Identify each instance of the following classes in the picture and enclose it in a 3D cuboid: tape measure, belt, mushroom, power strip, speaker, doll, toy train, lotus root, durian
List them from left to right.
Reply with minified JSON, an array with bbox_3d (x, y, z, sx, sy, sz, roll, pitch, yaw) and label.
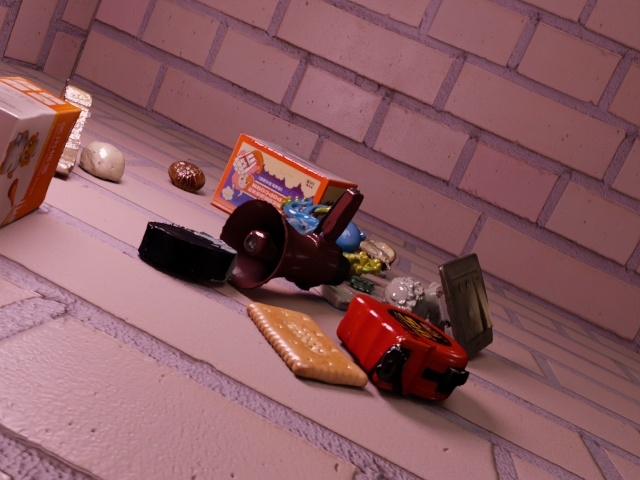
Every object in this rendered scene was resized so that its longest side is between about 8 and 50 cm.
[{"bbox_3d":[-0.661,-0.273,1.616,0.074,0.261,0.170,19,-21,-35],"label":"lotus root"},{"bbox_3d":[-0.445,-0.216,2.092,0.126,0.085,0.109,13,15,-28],"label":"mushroom"},{"bbox_3d":[-0.268,0.023,1.289,0.198,0.078,0.151,19,7,-18],"label":"belt"},{"bbox_3d":[-0.047,-0.011,1.436,0.198,0.259,0.329,11,3,38],"label":"speaker"},{"bbox_3d":[0.000,0.000,1.751,0.341,0.099,0.346,-5,41,-33],"label":"doll"},{"bbox_3d":[0.029,0.126,1.608,0.081,0.035,0.192,17,13,-38],"label":"power strip"},{"bbox_3d":[0.119,0.127,1.832,0.083,0.033,0.053,21,6,-23],"label":"toy train"},{"bbox_3d":[0.185,0.065,2.165,0.148,0.091,0.188,2,25,-35],"label":"durian"},{"bbox_3d":[0.168,0.219,1.239,0.260,0.114,0.253,24,9,-27],"label":"tape measure"},{"bbox_3d":[0.369,0.175,1.661,0.092,0.257,0.251,-14,-2,40],"label":"power strip"}]

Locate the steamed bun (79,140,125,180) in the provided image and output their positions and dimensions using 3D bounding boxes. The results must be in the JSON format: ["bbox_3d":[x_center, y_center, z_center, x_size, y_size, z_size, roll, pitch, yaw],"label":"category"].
[{"bbox_3d":[-0.599,-0.225,1.743,0.130,0.091,0.112,33,11,39],"label":"steamed bun"}]

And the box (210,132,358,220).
[{"bbox_3d":[-0.113,-0.156,2.103,0.348,0.257,0.318,29,12,16],"label":"box"}]

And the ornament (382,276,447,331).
[{"bbox_3d":[0.287,0.172,1.738,0.285,0.120,0.130,14,23,-42],"label":"ornament"}]

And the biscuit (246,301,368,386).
[{"bbox_3d":[-0.029,0.186,1.155,0.160,0.030,0.249,19,12,-33],"label":"biscuit"}]

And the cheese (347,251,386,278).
[{"bbox_3d":[0.090,0.070,1.938,0.286,0.082,0.163,21,11,-38],"label":"cheese"}]

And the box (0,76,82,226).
[{"bbox_3d":[-0.558,-0.154,1.079,0.143,0.225,0.341,25,10,-11],"label":"box"}]
